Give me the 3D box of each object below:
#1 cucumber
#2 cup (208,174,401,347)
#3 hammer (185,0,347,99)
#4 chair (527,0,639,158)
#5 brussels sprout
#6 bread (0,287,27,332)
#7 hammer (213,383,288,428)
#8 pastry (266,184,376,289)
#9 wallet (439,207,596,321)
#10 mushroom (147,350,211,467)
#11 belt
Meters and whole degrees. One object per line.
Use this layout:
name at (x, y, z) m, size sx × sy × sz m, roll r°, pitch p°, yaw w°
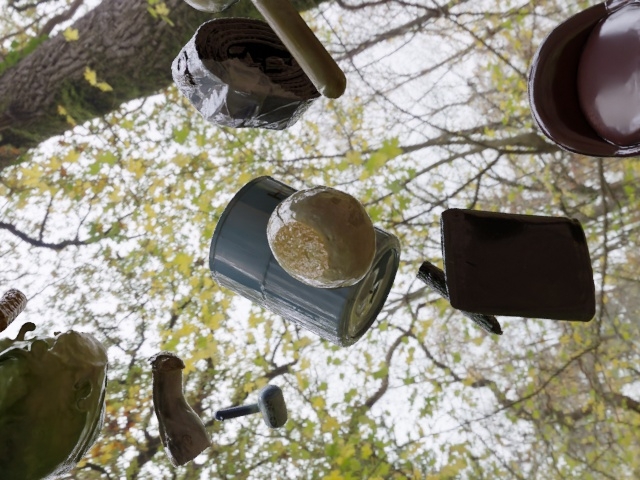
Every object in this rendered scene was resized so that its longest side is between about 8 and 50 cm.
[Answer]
cucumber at (0.395, 0.163, 1.614) m, size 0.293 × 0.068 × 0.067 m, roll 40°, pitch -148°, yaw 21°
cup at (-0.016, 0.058, 1.192) m, size 0.257 × 0.311 × 0.331 m, roll -58°, pitch -25°, yaw -15°
hammer at (-0.060, -0.335, 0.834) m, size 0.305 × 0.113 × 0.202 m, roll 49°, pitch -114°, yaw -17°
chair at (0.516, -0.226, 0.782) m, size 0.400 × 0.226 × 0.227 m, roll -8°, pitch -108°, yaw -13°
brussels sprout at (-0.609, 0.362, 1.219) m, size 0.276 × 0.371 × 0.315 m, roll 26°, pitch -150°, yaw -58°
bread at (-0.627, 0.138, 1.146) m, size 0.052 × 0.044 × 0.157 m, roll 61°, pitch 177°, yaw -18°
hammer at (-0.186, 0.448, 1.510) m, size 0.069 × 0.193 × 0.116 m, roll -98°, pitch -4°, yaw -70°
pastry at (0.000, 0.000, 0.794) m, size 0.092 × 0.156 × 0.156 m, roll -36°, pitch -82°, yaw -42°
wallet at (0.295, 0.036, 0.869) m, size 0.245 × 0.052 × 0.169 m, roll 6°, pitch -111°, yaw -14°
mushroom at (-0.287, 0.327, 1.134) m, size 0.081 × 0.092 × 0.223 m, roll -3°, pitch -111°, yaw -52°
belt at (-0.134, -0.308, 1.097) m, size 0.289 × 0.164 × 0.184 m, roll -3°, pitch -106°, yaw -37°
